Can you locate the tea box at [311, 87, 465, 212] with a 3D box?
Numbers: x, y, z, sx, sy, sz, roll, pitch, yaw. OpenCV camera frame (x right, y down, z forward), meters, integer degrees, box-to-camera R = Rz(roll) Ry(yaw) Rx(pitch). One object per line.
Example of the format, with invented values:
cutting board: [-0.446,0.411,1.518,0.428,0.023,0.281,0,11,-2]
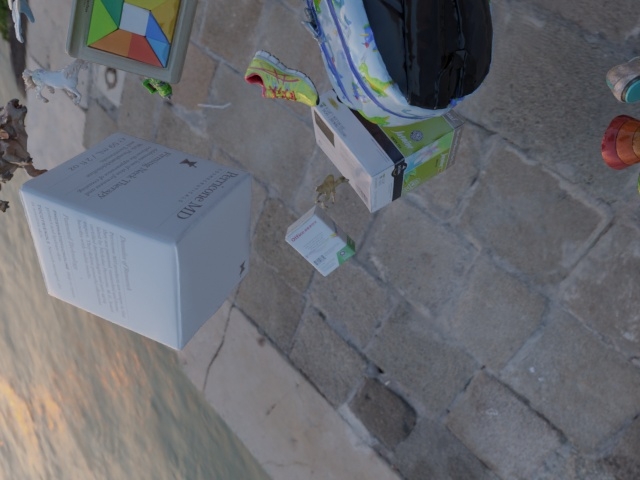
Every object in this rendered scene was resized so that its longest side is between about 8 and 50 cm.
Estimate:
tea box: [0.195,-0.323,1.606,0.329,0.324,0.220,56,171,24]

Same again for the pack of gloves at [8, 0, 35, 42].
pack of gloves: [-0.674,-0.576,1.196,0.232,0.046,0.194,-33,70,57]

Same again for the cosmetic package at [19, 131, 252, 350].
cosmetic package: [-0.414,-0.012,1.287,0.394,0.329,0.327,19,128,14]

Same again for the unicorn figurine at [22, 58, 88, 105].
unicorn figurine: [-0.560,-0.349,1.159,0.111,0.162,0.060,110,143,-57]

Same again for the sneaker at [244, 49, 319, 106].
sneaker: [-0.096,-0.375,1.308,0.209,0.094,0.081,33,164,15]

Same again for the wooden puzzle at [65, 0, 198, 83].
wooden puzzle: [-0.379,-0.456,1.095,0.044,0.239,0.220,43,120,53]

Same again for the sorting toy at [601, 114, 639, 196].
sorting toy: [0.778,-0.142,1.167,0.127,0.366,0.126,-57,22,-5]

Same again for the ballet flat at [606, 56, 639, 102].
ballet flat: [0.823,-0.414,1.259,0.107,0.316,0.106,84,169,-46]

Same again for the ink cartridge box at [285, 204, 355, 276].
ink cartridge box: [0.000,0.000,1.927,0.154,0.093,0.212,-39,111,22]

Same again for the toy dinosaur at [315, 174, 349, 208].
toy dinosaur: [0.013,-0.143,1.522,0.053,0.183,0.092,26,118,25]

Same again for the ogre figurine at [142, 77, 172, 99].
ogre figurine: [-0.474,-0.483,1.525,0.197,0.097,0.118,36,162,28]

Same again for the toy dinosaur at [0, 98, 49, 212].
toy dinosaur: [-0.800,-0.196,1.308,0.200,0.295,0.127,32,145,8]

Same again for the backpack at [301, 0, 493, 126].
backpack: [0.115,-0.349,0.781,0.273,0.290,0.355,-23,92,61]
